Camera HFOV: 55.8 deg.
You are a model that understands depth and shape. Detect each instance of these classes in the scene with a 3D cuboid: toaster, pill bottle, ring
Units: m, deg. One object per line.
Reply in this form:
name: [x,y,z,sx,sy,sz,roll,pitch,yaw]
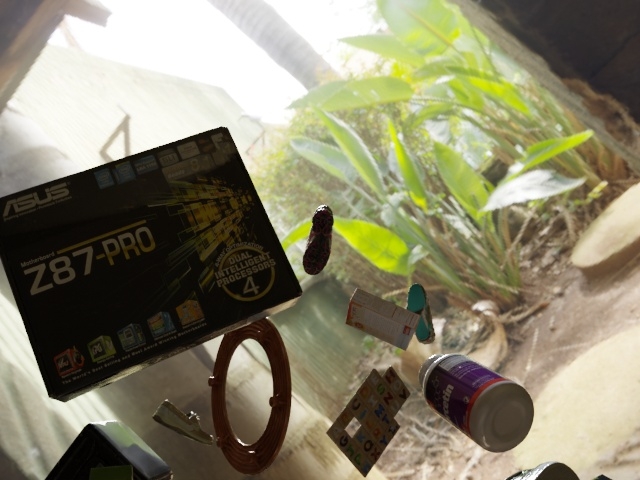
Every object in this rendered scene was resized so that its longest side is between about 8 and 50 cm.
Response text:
toaster: [-0.366,0.427,1.042,0.168,0.186,0.110,-54,-16,2]
pill bottle: [0.393,0.410,1.597,0.181,0.181,0.323,-45,21,-10]
ring: [-0.162,0.317,1.275,0.032,0.336,0.336,8,-41,-34]

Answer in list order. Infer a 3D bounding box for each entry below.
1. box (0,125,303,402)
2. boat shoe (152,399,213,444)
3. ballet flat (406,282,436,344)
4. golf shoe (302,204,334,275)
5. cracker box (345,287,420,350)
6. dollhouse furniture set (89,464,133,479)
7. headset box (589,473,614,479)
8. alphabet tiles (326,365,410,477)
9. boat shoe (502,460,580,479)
box: [-0.270,0.026,0.956,0.395,0.318,0.097,-21,-14,-16]
boat shoe: [-0.255,0.350,1.158,0.050,0.135,0.045,-9,48,47]
ballet flat: [0.369,0.275,2.214,0.091,0.240,0.077,-19,-36,24]
golf shoe: [0.000,0.000,1.560,0.086,0.068,0.186,-74,-2,-72]
cracker box: [0.207,0.268,2.042,0.067,0.232,0.155,-58,-15,-34]
dollhouse furniture set: [-0.181,0.280,0.523,0.151,0.076,0.058,-102,16,-47]
headset box: [0.841,0.827,1.667,0.131,0.282,0.246,-12,14,-27]
alphabet tiles: [0.133,0.436,1.495,0.009,0.198,0.237,10,51,51]
boat shoe: [0.268,0.468,0.929,0.335,0.121,0.119,-26,-16,-26]
